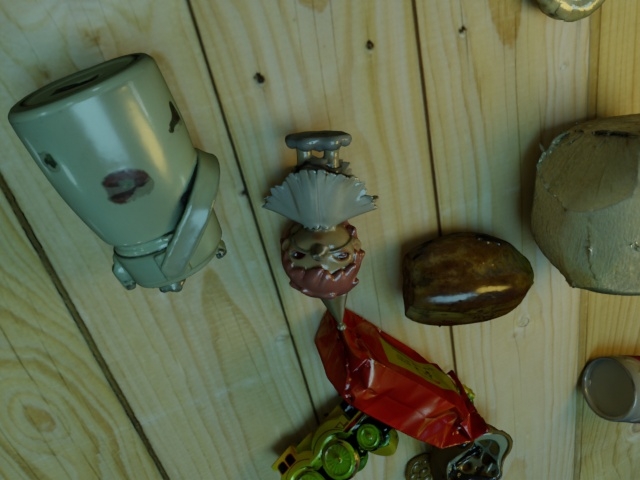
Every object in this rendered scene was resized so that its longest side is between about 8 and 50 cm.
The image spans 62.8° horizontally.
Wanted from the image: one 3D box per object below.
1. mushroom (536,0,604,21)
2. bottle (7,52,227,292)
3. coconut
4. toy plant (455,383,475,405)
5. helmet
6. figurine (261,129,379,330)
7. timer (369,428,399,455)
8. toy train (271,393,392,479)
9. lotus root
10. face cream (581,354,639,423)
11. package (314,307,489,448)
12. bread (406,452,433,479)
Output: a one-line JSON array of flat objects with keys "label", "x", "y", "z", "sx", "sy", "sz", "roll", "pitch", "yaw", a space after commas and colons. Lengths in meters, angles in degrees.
[{"label": "mushroom", "x": 0.427, "y": -0.452, "z": 0.882, "sx": 0.154, "sy": 0.122, "sz": 0.154, "roll": -6, "pitch": 121, "yaw": -10}, {"label": "bottle", "x": -0.258, "y": -0.079, "z": 0.784, "sx": 0.229, "sy": 0.229, "sz": 0.351, "roll": -25, "pitch": 120, "yaw": -5}, {"label": "coconut", "x": 0.591, "y": -0.050, "z": 1.007, "sx": 0.346, "sy": 0.346, "sz": 0.360, "roll": -14, "pitch": 111, "yaw": -11}, {"label": "toy plant", "x": 0.312, "y": 0.423, "z": 1.285, "sx": 0.093, "sy": 0.093, "sz": 0.162, "roll": 34, "pitch": 100, "yaw": -29}, {"label": "helmet", "x": 0.368, "y": 0.547, "z": 1.343, "sx": 0.224, "sy": 0.130, "sz": 0.198, "roll": -47, "pitch": 125, "yaw": -6}, {"label": "figurine", "x": 0.000, "y": 0.000, "z": 0.935, "sx": 0.207, "sy": 0.166, "sz": 0.387, "roll": -1, "pitch": 113, "yaw": 1}, {"label": "timer", "x": 0.128, "y": 0.475, "z": 1.239, "sx": 0.107, "sy": 0.109, "sz": 0.107, "roll": 15, "pitch": 138, "yaw": 14}, {"label": "toy train", "x": 0.032, "y": 0.462, "z": 1.173, "sx": 0.296, "sy": 0.160, "sz": 0.100, "roll": -47, "pitch": 151, "yaw": 4}, {"label": "lotus root", "x": 0.299, "y": 0.074, "z": 1.076, "sx": 0.291, "sy": 0.193, "sz": 0.193, "roll": -4, "pitch": 116, "yaw": -14}, {"label": "face cream", "x": 0.833, "y": 0.395, "z": 1.398, "sx": 0.195, "sy": 0.175, "sz": 0.175, "roll": 4, "pitch": 113, "yaw": -22}, {"label": "package", "x": 0.167, "y": 0.301, "z": 1.117, "sx": 0.423, "sy": 0.196, "sz": 0.123, "roll": 32, "pitch": 106, "yaw": -29}, {"label": "bread", "x": 0.275, "y": 0.617, "z": 1.405, "sx": 0.110, "sy": 0.024, "sz": 0.110, "roll": -8, "pitch": 118, "yaw": -16}]
